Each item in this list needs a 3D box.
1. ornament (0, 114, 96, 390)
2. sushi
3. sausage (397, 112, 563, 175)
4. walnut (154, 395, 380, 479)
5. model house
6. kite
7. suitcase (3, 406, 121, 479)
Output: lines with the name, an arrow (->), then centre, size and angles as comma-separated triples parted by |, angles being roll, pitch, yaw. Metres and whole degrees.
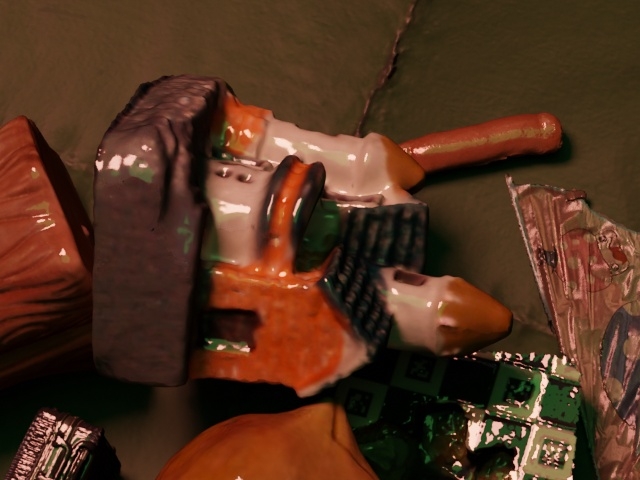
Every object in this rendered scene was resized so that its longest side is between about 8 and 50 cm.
ornament -> -0.278, 0.041, 1.457 | 0.217, 0.221, 0.235 | -25, 27, -1
sushi -> 0.092, 0.178, 1.445 | 0.210, 0.040, 0.193 | 4, 69, 14
sausage -> 0.123, -0.076, 1.549 | 0.158, 0.036, 0.042 | -14, 33, -2
walnut -> -0.058, 0.243, 1.329 | 0.203, 0.203, 0.298 | 22, 89, 13
model house -> 0.000, 0.000, 1.389 | 0.301, 0.271, 0.190 | 10, 106, 7
kite -> 0.309, 0.062, 1.491 | 0.406, 0.014, 0.368 | 28, 73, 14
suitcase -> -0.197, 0.181, 1.420 | 0.059, 0.126, 0.086 | 20, 71, 11
